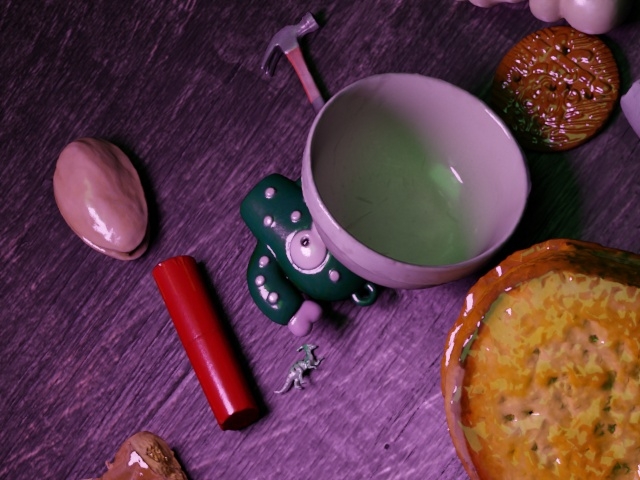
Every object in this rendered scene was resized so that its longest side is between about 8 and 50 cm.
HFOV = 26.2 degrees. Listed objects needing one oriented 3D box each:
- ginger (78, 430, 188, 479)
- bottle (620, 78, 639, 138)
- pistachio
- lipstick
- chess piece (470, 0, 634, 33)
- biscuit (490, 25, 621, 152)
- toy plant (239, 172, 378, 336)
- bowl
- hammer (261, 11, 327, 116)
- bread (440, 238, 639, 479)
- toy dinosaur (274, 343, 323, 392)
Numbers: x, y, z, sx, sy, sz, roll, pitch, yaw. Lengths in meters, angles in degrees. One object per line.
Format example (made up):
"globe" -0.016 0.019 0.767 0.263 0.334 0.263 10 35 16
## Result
"ginger" -0.297 0.423 1.999 0.270 0.123 0.219 -46 57 19
"bottle" 0.490 -0.097 1.772 0.083 0.083 0.269 -38 68 13
"pistachio" -0.343 -0.066 2.165 0.136 0.136 0.226 -36 68 13
"lipstick" -0.171 0.148 2.041 0.073 0.073 0.279 -33 63 15
"chess piece" 0.313 -0.362 1.913 0.251 0.144 0.144 26 88 25
"biscuit" 0.325 -0.213 1.919 0.188 0.027 0.187 -8 73 25
"toy plant" -0.003 0.004 1.965 0.233 0.112 0.243 -22 71 4
"bowl" 0.113 -0.064 1.868 0.307 0.163 0.307 7 61 -13
"hammer" -0.002 -0.208 2.081 0.111 0.033 0.287 -32 64 14
"bread" 0.325 0.188 1.669 0.398 0.215 0.398 0 90 16
"toy dinosaur" -0.035 0.183 1.990 0.083 0.021 0.062 -17 61 18
